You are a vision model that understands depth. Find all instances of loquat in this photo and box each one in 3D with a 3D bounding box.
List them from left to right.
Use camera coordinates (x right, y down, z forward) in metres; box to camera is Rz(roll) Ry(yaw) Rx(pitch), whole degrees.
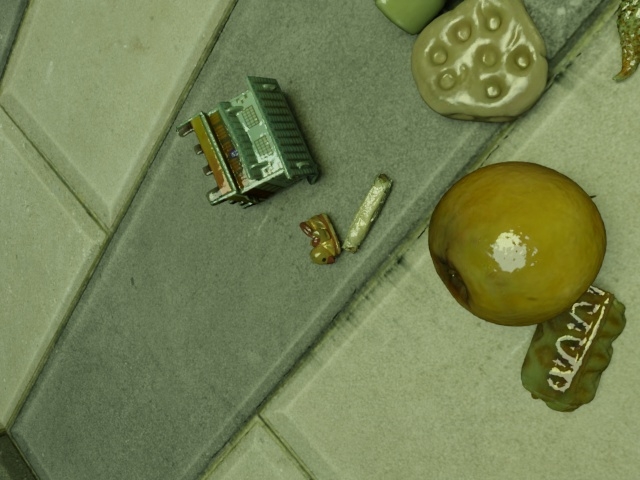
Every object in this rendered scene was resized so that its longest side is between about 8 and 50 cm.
[{"bbox_3d":[0.316,0.004,0.793,0.275,0.275,0.274,4,99,28],"label":"loquat"}]

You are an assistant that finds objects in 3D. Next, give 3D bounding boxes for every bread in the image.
[{"bbox_3d":[0.434,0.186,0.853,0.128,0.088,0.232,20,101,17],"label":"bread"}]

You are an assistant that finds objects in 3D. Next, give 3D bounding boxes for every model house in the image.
[{"bbox_3d":[-0.141,-0.191,1.045,0.215,0.198,0.224,-25,83,16],"label":"model house"}]

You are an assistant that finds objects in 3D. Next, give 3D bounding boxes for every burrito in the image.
[{"bbox_3d":[0.095,-0.053,1.026,0.045,0.041,0.185,29,109,4],"label":"burrito"}]

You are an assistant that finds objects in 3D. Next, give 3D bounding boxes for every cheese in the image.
[{"bbox_3d":[0.276,-0.308,0.848,0.235,0.117,0.218,34,109,18],"label":"cheese"}]

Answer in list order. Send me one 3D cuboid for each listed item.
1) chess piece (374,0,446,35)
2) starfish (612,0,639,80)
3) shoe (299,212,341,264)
[{"bbox_3d":[0.256,-0.544,0.773,0.442,0.234,0.234,-39,78,30],"label":"chess piece"},{"bbox_3d":[0.517,-0.449,0.718,0.358,0.078,0.347,-41,71,31],"label":"starfish"},{"bbox_3d":[-0.001,-0.002,1.070,0.069,0.072,0.109,-15,95,-9],"label":"shoe"}]
